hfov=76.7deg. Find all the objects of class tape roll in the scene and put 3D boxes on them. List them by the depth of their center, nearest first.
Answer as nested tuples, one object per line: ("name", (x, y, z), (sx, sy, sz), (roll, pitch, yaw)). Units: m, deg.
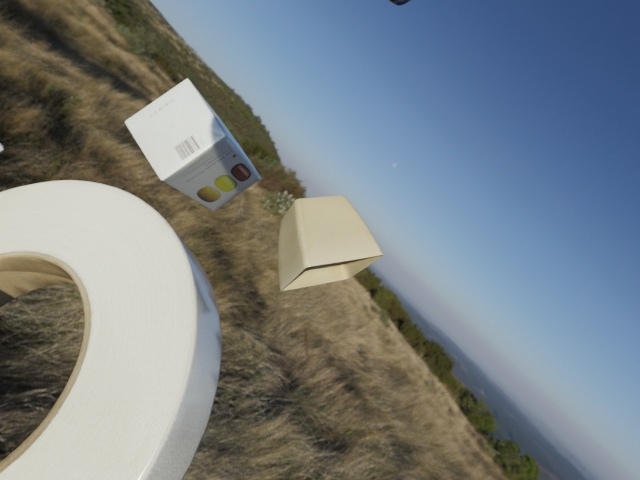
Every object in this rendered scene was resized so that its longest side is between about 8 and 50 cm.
("tape roll", (-0.286, 0.117, 0.362), (0.392, 0.392, 0.072), (46, -16, 28))

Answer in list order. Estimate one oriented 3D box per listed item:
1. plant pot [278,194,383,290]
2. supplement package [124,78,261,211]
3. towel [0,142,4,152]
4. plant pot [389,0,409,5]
("plant pot", (0.000, 0.000, 0.539), (0.109, 0.109, 0.096), (-46, -124, 58))
("supplement package", (-0.231, -0.170, 0.796), (0.134, 0.139, 0.244), (55, 1, 10))
("towel", (-0.533, -0.236, 0.506), (0.038, 0.248, 0.325), (-40, 116, -48))
("plant pot", (0.170, -0.726, 1.017), (0.230, 0.215, 0.215), (59, 3, 2))
